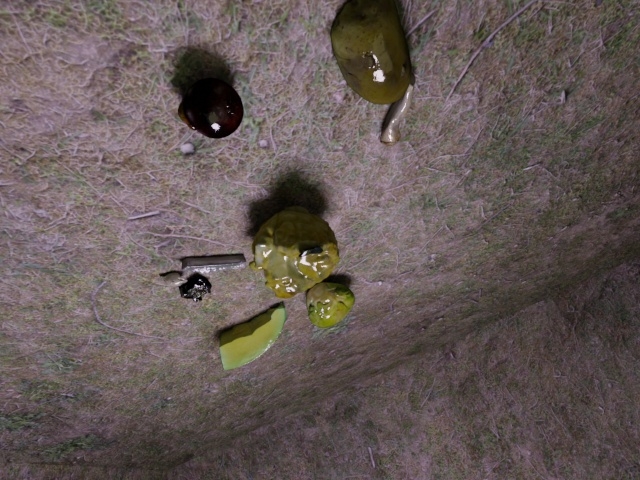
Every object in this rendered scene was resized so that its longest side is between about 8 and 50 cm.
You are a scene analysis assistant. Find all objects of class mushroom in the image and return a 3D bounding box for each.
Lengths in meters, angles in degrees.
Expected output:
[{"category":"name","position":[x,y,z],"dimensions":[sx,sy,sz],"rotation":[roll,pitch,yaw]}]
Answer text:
[{"category":"mushroom","position":[0.205,-0.332,1.133],"dimensions":[0.054,0.059,0.202],"rotation":[5,136,-12]}]

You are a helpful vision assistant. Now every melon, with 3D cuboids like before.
[{"category":"melon","position":[-0.260,0.381,1.784],"dimensions":[0.323,0.196,0.124],"rotation":[-28,119,1]}]

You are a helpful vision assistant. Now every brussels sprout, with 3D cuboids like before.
[{"category":"brussels sprout","position":[0.042,0.253,1.762],"dimensions":[0.223,0.161,0.223],"rotation":[-17,154,-9]}]

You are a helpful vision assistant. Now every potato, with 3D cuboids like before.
[{"category":"potato","position":[0.129,-0.392,0.963],"dimensions":[0.160,0.111,0.272],"rotation":[-29,147,5]}]

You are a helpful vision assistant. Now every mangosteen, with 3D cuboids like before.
[{"category":"mangosteen","position":[-0.234,-0.273,0.920],"dimensions":[0.140,0.140,0.140],"rotation":[-15,146,-11]}]

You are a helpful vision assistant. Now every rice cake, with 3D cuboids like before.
[{"category":"rice cake","position":[-0.336,0.072,1.397],"dimensions":[0.206,0.047,0.036],"rotation":[-4,127,-29]}]

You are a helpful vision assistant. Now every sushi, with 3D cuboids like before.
[{"category":"sushi","position":[-0.410,0.159,1.467],"dimensions":[0.083,0.056,0.084],"rotation":[-36,144,7]}]

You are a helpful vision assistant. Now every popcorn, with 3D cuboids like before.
[{"category":"popcorn","position":[-0.085,0.028,1.308],"dimensions":[0.292,0.237,0.293],"rotation":[-19,150,-12]}]

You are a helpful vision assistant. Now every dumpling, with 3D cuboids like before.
[{"category":"dumpling","position":[-0.465,0.127,1.402],"dimensions":[0.077,0.043,0.059],"rotation":[-13,168,-20]}]
